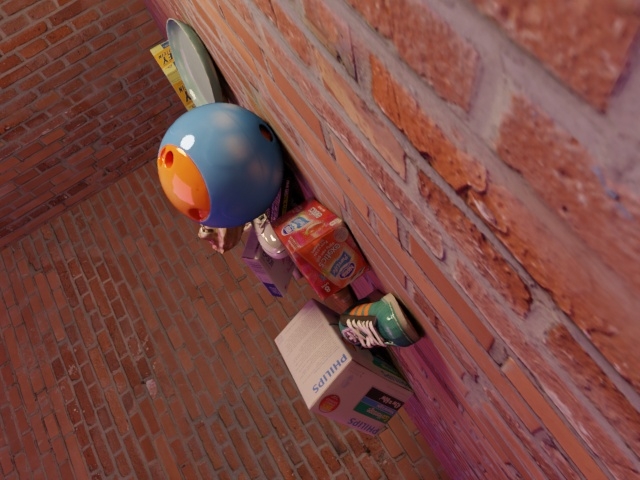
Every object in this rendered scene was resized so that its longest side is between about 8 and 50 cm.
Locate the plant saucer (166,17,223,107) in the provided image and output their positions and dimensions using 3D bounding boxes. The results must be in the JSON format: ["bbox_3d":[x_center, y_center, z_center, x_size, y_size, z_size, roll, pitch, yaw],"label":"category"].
[{"bbox_3d":[-0.372,-0.510,1.559,0.317,0.043,0.317,52,160,27],"label":"plant saucer"}]

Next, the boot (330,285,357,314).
[{"bbox_3d":[0.077,0.217,1.795,0.269,0.089,0.236,59,177,-34],"label":"boot"}]

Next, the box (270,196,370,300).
[{"bbox_3d":[-0.009,0.009,1.124,0.128,0.122,0.257,58,175,-21],"label":"box"}]

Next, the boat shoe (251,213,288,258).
[{"bbox_3d":[-0.165,-0.052,1.511,0.258,0.095,0.084,53,177,39],"label":"boat shoe"}]

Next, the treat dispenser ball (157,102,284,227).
[{"bbox_3d":[-0.229,-0.172,1.203,0.288,0.288,0.288,57,175,8],"label":"treat dispenser ball"}]

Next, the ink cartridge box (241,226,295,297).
[{"bbox_3d":[-0.137,-0.017,1.738,0.071,0.330,0.324,10,157,18],"label":"ink cartridge box"}]

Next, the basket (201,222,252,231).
[{"bbox_3d":[-0.341,-0.194,1.921,0.266,0.331,0.328,58,176,-28],"label":"basket"}]

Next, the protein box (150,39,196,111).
[{"bbox_3d":[-0.506,-0.624,1.942,0.201,0.136,0.200,54,174,36],"label":"protein box"}]

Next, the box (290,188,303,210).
[{"bbox_3d":[-0.071,-0.065,1.529,0.180,0.077,0.147,54,173,37],"label":"box"}]

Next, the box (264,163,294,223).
[{"bbox_3d":[-0.137,-0.152,1.407,0.184,0.045,0.191,56,150,36],"label":"box"}]

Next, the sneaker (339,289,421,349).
[{"bbox_3d":[0.107,0.174,1.032,0.108,0.121,0.302,57,175,0],"label":"sneaker"}]

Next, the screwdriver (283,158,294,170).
[{"bbox_3d":[-0.106,-0.217,1.294,0.025,0.024,0.170,13,-152,-53],"label":"screwdriver"}]

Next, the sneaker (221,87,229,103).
[{"bbox_3d":[-0.356,-0.492,1.724,0.208,0.081,0.094,47,162,34],"label":"sneaker"}]

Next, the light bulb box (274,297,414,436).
[{"bbox_3d":[0.078,0.450,1.850,0.358,0.225,0.361,35,-171,-35],"label":"light bulb box"}]

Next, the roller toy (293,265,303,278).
[{"bbox_3d":[-0.091,0.042,1.994,0.209,0.146,0.191,58,175,-4],"label":"roller toy"}]

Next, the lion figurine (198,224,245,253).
[{"bbox_3d":[-0.295,-0.162,1.557,0.392,0.142,0.240,-106,24,-47],"label":"lion figurine"}]
